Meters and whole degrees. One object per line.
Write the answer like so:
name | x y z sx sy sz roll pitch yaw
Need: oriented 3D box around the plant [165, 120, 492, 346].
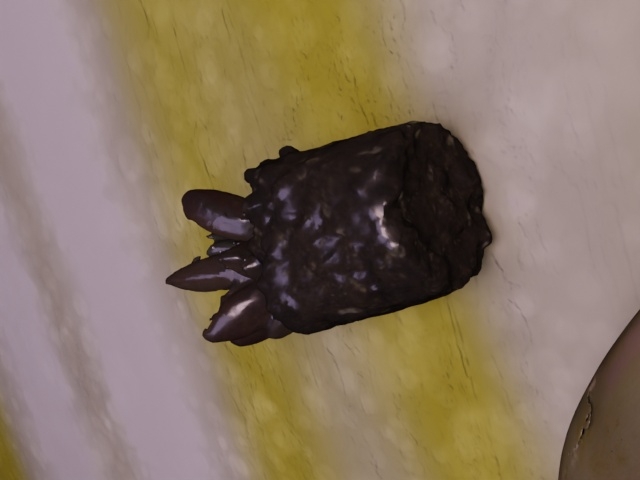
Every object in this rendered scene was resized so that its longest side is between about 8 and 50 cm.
plant | 0.000 0.000 0.772 0.320 0.194 0.182 -14 86 43

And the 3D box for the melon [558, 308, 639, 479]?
melon | 0.277 0.145 0.513 0.223 0.223 0.317 33 131 31
